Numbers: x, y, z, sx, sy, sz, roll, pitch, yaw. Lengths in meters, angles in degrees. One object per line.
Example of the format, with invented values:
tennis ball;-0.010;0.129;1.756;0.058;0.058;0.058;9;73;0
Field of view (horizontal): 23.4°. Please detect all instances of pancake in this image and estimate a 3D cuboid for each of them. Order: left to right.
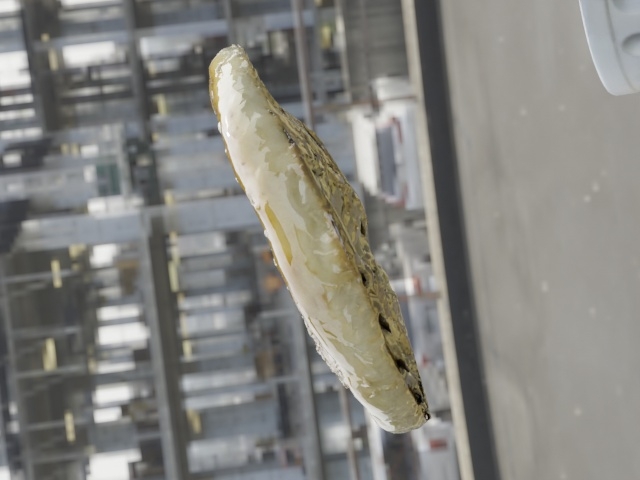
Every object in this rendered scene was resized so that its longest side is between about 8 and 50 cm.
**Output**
pancake;0.000;0.000;1.347;0.387;0.082;0.387;63;-174;-12

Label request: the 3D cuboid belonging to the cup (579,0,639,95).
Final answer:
cup;0.236;-0.192;0.790;0.167;0.202;0.221;-49;-48;-60
